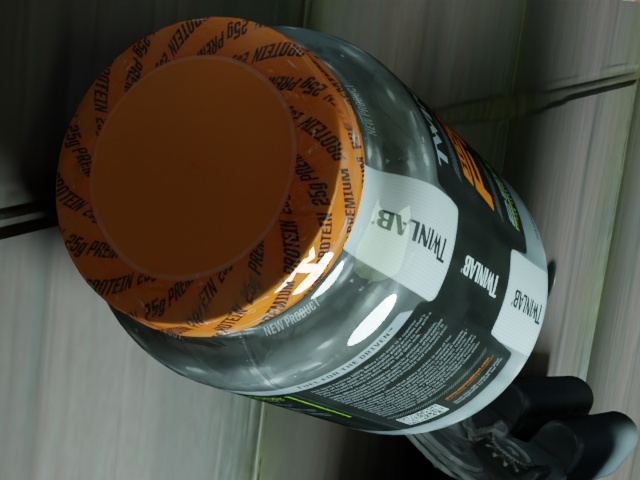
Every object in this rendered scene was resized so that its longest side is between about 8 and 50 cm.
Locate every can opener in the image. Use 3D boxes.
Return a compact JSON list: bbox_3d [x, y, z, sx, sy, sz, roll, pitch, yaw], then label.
[{"bbox_3d":[0.106,0.131,0.858,0.095,0.076,0.283,-55,158,11],"label":"can opener"}]

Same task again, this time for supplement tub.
[{"bbox_3d":[0.000,0.000,0.502,0.190,0.117,0.117,30,75,-65],"label":"supplement tub"}]
